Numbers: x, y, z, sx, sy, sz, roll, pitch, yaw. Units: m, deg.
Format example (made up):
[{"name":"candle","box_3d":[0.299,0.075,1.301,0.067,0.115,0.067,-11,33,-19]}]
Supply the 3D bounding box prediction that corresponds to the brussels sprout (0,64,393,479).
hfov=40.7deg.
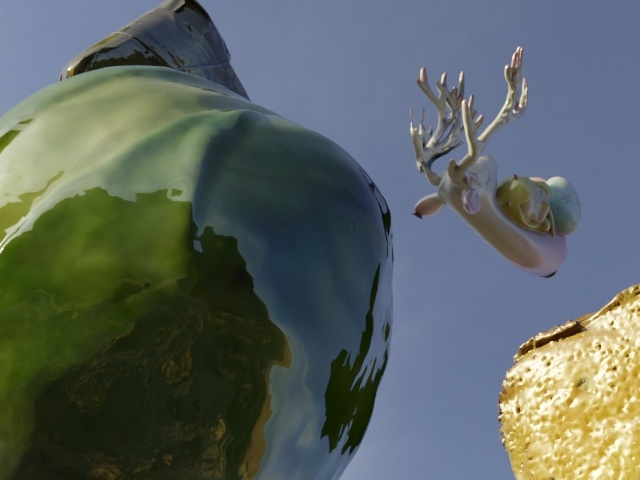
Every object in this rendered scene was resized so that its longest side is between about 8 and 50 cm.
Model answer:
[{"name":"brussels sprout","box_3d":[-0.085,0.046,0.553,0.275,0.371,0.315,2,-58,24]}]

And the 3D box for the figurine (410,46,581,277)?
[{"name":"figurine","box_3d":[0.266,-0.120,1.360,0.315,0.284,0.206,24,-12,-42]}]

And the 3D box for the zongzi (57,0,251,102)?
[{"name":"zongzi","box_3d":[-0.223,-0.202,1.344,0.138,0.286,0.300,-10,-62,51]}]

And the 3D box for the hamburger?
[{"name":"hamburger","box_3d":[0.358,0.205,0.955,0.304,0.284,0.174,-26,-31,23]}]
